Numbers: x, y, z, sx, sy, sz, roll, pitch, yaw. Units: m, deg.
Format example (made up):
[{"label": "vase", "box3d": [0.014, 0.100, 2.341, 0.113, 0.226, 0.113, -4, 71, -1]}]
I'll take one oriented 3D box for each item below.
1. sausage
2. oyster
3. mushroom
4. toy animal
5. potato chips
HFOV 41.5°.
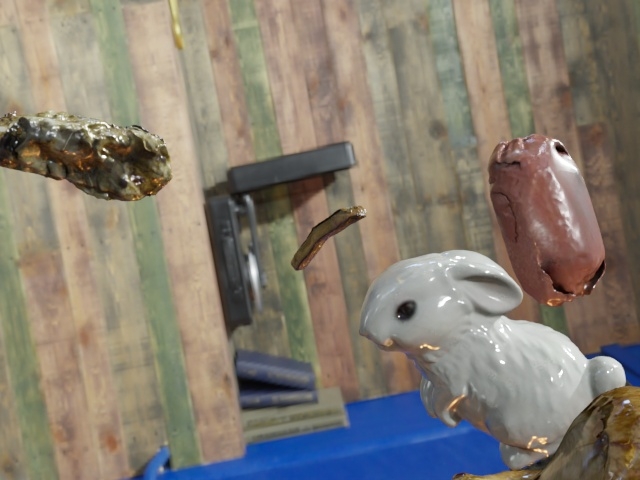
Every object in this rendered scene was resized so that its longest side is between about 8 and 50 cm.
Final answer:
[{"label": "sausage", "box3d": [0.360, -0.035, 1.356, 0.152, 0.152, 0.280, 112, -40, -84]}, {"label": "oyster", "box3d": [-0.399, -0.135, 1.330, 0.078, 0.345, 0.129, -138, -120, -63]}, {"label": "mushroom", "box3d": [0.295, 0.272, 0.902, 0.254, 0.267, 0.267, 41, -13, 12]}, {"label": "toy animal", "box3d": [0.226, 0.146, 1.166, 0.357, 0.258, 0.194, 46, 17, -20]}, {"label": "potato chips", "box3d": [0.000, 0.000, 1.150, 0.204, 0.037, 0.026, -44, -126, 55]}]
